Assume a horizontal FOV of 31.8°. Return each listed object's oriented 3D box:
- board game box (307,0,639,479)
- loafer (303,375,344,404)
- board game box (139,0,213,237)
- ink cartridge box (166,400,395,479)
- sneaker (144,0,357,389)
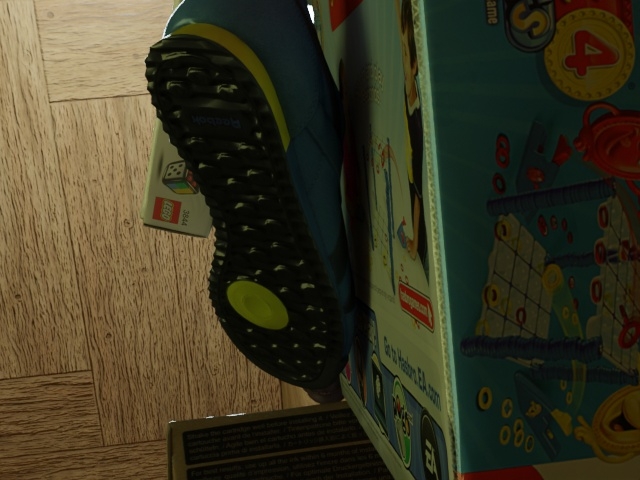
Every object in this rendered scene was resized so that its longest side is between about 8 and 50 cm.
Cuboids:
[{"bbox_3d":[0.055,-0.056,0.469,0.308,0.086,0.302,-145,50,-83],"label":"board game box"},{"bbox_3d":[-0.010,0.087,1.156,0.302,0.109,0.095,-92,-13,-81],"label":"loafer"},{"bbox_3d":[-0.061,-0.179,0.765,0.193,0.053,0.305,-83,6,-60],"label":"board game box"},{"bbox_3d":[-0.008,0.201,0.825,0.235,0.193,0.088,95,168,-59],"label":"ink cartridge box"},{"bbox_3d":[-0.012,-0.023,0.487,0.082,0.069,0.209,-57,-33,-40],"label":"sneaker"}]
